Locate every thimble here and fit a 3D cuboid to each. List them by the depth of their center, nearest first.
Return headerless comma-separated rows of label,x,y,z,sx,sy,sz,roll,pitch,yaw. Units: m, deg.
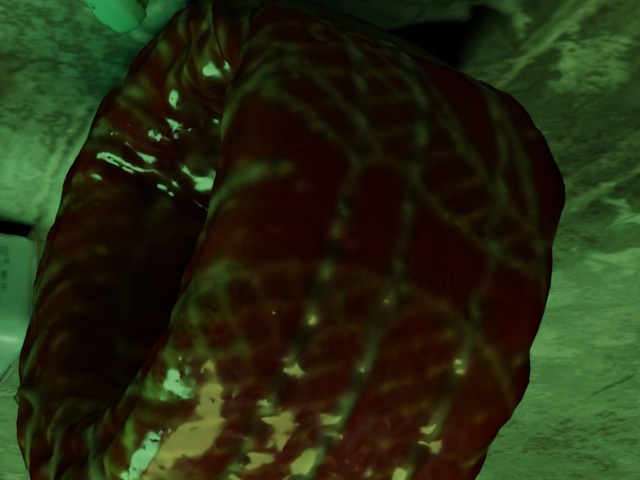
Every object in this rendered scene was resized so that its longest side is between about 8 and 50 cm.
thimble,-0.028,0.027,1.156,0.230,0.350,0.350,20,150,-27

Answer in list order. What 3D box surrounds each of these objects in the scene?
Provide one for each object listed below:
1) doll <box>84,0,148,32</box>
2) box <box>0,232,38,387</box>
doll,-0.128,-0.173,1.034,0.159,0.059,0.158,-12,156,28
box,-0.423,0.042,1.463,0.369,0.112,0.190,8,154,-21
